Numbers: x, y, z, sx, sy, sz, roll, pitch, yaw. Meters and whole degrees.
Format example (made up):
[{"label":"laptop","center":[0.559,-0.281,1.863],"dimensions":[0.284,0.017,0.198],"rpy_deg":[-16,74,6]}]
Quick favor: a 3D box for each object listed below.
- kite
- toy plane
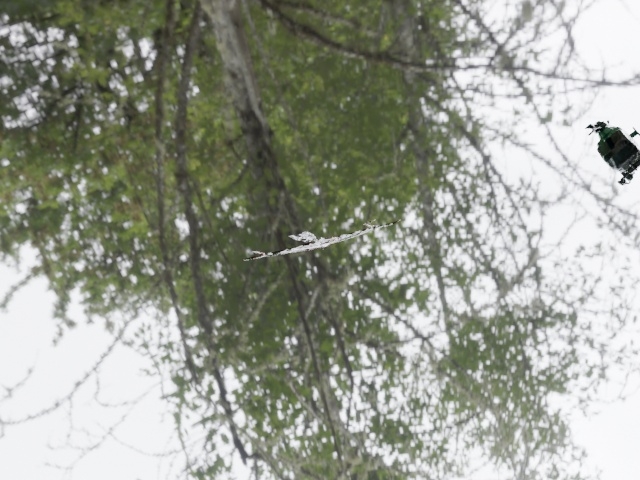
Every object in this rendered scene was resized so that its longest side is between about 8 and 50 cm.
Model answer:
[{"label":"kite","center":[0.000,0.000,0.987],"dimensions":[0.198,0.244,0.006],"rpy_deg":[-14,-95,4]},{"label":"toy plane","center":[0.422,-0.132,1.177],"dimensions":[0.096,0.235,0.060],"rpy_deg":[47,-67,13]}]
